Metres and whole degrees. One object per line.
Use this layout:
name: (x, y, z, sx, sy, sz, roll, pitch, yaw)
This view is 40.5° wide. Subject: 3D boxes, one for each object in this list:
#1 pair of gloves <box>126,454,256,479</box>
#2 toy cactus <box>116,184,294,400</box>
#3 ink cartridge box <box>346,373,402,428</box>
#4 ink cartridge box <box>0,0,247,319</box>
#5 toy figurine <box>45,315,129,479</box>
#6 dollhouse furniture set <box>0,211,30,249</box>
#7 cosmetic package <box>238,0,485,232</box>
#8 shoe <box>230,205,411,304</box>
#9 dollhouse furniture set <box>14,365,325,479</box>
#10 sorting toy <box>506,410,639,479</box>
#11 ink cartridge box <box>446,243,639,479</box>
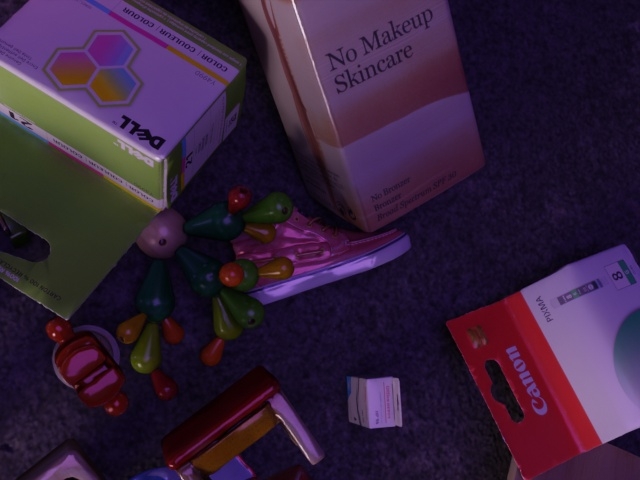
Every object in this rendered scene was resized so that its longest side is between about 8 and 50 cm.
pair of gloves: (-0.102, 0.286, 0.806, 0.159, 0.023, 0.198, -35, 94, -31)
toy cactus: (-0.127, 0.022, 0.798, 0.180, 0.112, 0.219, 43, 110, 16)
ink cartridge box: (0.052, 0.157, 0.850, 0.028, 0.083, 0.048, -2, 84, -17)
ink cartridge box: (-0.209, -0.090, 0.739, 0.189, 0.097, 0.255, 31, 61, 6)
toy figurine: (-0.274, 0.163, 0.732, 0.213, 0.148, 0.209, 7, 88, -17)
dollhouse furniture set: (-0.340, 0.005, 0.765, 0.152, 0.076, 0.058, -28, 80, -19)
cosmetic package: (0.032, -0.178, 0.793, 0.153, 0.129, 0.296, -31, 122, -15)
shoe: (0.000, 0.000, 0.862, 0.178, 0.063, 0.081, -19, 94, -11)
dollhouse furniture set: (-0.172, 0.212, 0.577, 0.374, 0.201, 0.152, -37, 103, -11)
sorting toy: (0.279, 0.343, 0.858, 0.255, 0.089, 0.257, 24, 57, 0)
ink cartridge box: (0.267, 0.118, 0.896, 0.225, 0.056, 0.181, -17, 72, -26)
